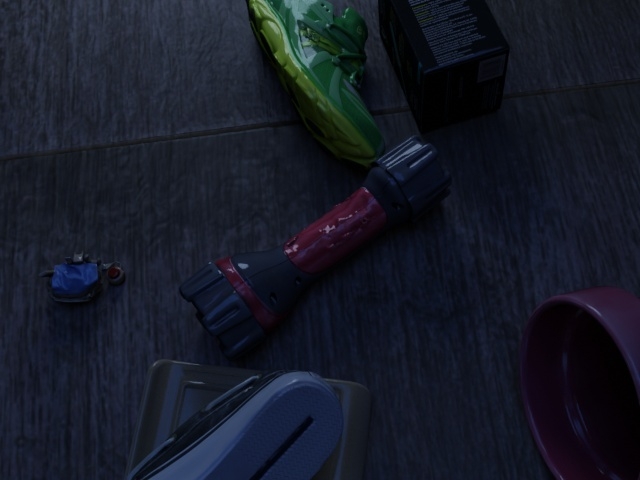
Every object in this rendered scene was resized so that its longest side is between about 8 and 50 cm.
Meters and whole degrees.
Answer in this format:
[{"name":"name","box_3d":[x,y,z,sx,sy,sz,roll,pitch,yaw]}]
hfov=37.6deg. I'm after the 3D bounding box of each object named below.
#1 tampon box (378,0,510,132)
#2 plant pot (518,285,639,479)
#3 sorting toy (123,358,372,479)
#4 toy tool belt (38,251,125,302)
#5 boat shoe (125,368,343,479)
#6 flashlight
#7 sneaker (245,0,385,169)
[{"name":"tampon box","box_3d":[0.138,-0.233,1.090,0.101,0.120,0.161,-17,63,-4]},{"name":"plant pot","box_3d":[0.311,0.134,0.864,0.180,0.201,0.201,-8,62,-18]},{"name":"sorting toy","box_3d":[-0.081,0.276,0.899,0.229,0.041,0.307,7,70,8]},{"name":"toy tool belt","box_3d":[-0.259,0.038,1.021,0.083,0.051,0.052,-12,63,-2]},{"name":"boat shoe","box_3d":[-0.120,0.243,0.837,0.335,0.119,0.121,-37,102,-17]},{"name":"flashlight","box_3d":[0.000,0.000,0.988,0.304,0.103,0.103,-36,32,-8]},{"name":"sneaker","box_3d":[0.008,-0.214,1.097,0.124,0.109,0.295,-25,64,-4]}]
